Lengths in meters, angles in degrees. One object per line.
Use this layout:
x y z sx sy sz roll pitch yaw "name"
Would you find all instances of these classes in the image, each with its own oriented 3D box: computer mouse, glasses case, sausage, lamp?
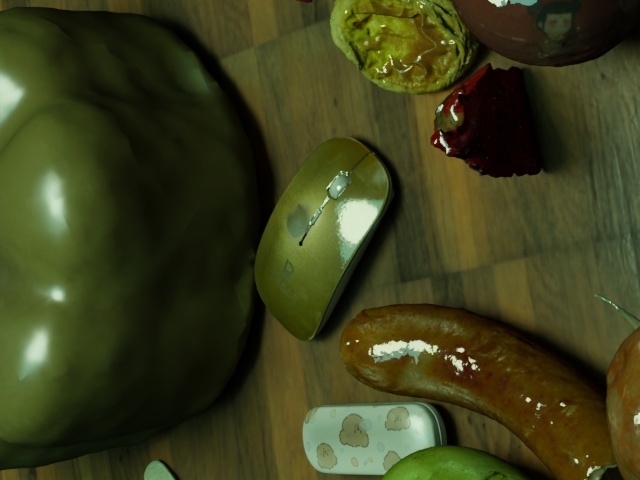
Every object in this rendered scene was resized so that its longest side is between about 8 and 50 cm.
-0.001 0.000 1.520 0.102 0.045 0.199 48 125 30 "computer mouse"
0.046 0.175 1.484 0.164 0.041 0.063 -7 88 46 "glasses case"
0.139 0.118 1.346 0.302 0.103 0.076 28 157 42 "sausage"
0.175 -0.196 1.265 0.135 0.156 0.157 74 169 -52 "lamp"

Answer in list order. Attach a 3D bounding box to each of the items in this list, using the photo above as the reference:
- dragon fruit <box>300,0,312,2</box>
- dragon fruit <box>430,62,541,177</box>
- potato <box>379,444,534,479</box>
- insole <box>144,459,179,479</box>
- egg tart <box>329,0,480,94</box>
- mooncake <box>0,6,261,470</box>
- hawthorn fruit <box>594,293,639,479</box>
-0.012 -0.353 1.330 0.295 0.295 0.302 1 72 46 "dragon fruit"
0.127 -0.101 1.324 0.097 0.131 0.063 42 116 28 "dragon fruit"
0.133 0.273 1.330 0.186 0.148 0.253 -47 55 25 "potato"
-0.132 0.306 1.700 0.192 0.010 0.063 55 128 28 "insole"
0.073 -0.180 1.400 0.130 0.052 0.130 15 141 13 "egg tart"
-0.281 -0.001 1.656 0.467 0.262 0.467 2 93 48 "mooncake"
0.275 0.108 1.198 0.149 0.149 0.189 -48 19 36 "hawthorn fruit"
